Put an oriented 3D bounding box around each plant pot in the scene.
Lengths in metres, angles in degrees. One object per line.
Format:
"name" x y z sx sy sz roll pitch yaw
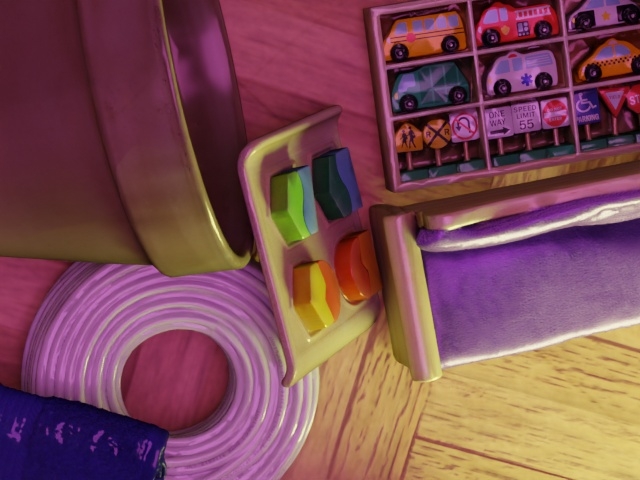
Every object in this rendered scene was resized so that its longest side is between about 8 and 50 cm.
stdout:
"plant pot" -0.223 -0.114 1.435 0.280 0.323 0.323 -10 99 6

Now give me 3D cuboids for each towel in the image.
"towel" -0.286 0.217 1.503 0.308 0.076 0.228 16 102 5

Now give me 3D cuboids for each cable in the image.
"cable" -0.130 0.121 1.567 0.257 0.089 0.257 -45 103 -4

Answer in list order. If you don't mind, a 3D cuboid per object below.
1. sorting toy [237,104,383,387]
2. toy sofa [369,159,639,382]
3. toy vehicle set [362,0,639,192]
"sorting toy" 0.000 0.000 1.539 0.038 0.193 0.208 -5 101 25
"toy sofa" 0.236 0.015 1.589 0.362 0.177 0.150 -12 98 -11
"toy vehicle set" 0.179 -0.146 1.629 0.267 0.035 0.166 -10 99 -11
